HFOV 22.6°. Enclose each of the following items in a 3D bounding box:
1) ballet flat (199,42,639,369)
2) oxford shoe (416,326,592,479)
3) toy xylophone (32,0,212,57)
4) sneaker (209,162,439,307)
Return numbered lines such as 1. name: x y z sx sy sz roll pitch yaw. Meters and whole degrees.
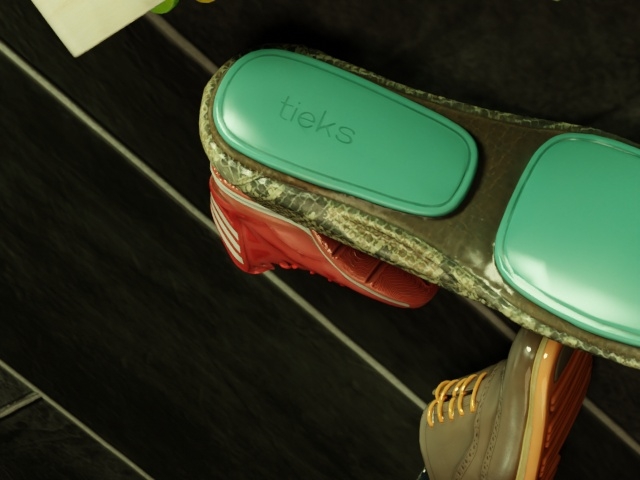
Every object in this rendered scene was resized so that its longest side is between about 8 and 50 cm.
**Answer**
1. ballet flat: 0.135 -0.017 1.224 0.483 0.164 0.182 22 166 18
2. oxford shoe: 0.152 0.170 1.442 0.133 0.130 0.363 26 145 14
3. toy xylophone: -0.142 -0.256 1.140 0.323 0.081 0.236 -11 117 44
4. sneaker: 0.000 0.000 1.385 0.221 0.087 0.128 37 154 9
